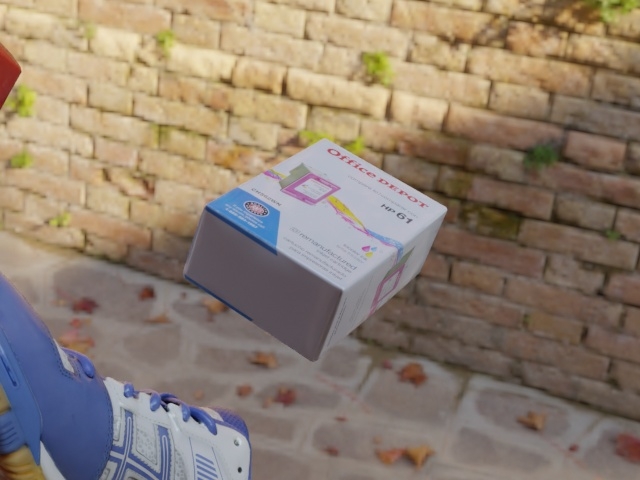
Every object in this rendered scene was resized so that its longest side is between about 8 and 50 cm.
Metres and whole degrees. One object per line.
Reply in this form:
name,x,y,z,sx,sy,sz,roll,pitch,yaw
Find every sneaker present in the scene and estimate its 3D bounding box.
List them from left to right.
sneaker,-0.109,0.110,0.601,0.131,0.296,0.112,-41,38,-26

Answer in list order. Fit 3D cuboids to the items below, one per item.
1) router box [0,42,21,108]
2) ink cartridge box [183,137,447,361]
router box,-0.309,-0.121,0.344,0.335,0.301,0.082,8,62,32
ink cartridge box,0.000,0.000,0.624,0.088,0.052,0.122,32,33,17
